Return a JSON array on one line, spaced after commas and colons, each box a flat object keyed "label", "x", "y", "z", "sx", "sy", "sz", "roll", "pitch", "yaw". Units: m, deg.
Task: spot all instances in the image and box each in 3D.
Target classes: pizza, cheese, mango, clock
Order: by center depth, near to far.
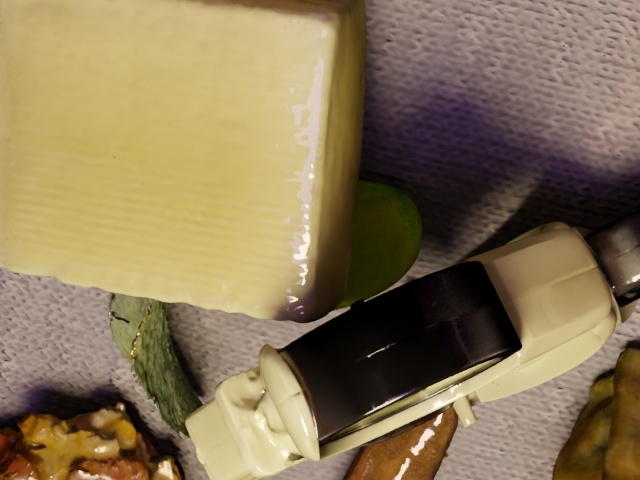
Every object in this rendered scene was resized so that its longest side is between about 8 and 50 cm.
[{"label": "cheese", "x": -0.105, "y": -0.077, "z": 1.217, "sx": 0.265, "sy": 0.124, "sz": 0.242, "roll": 10, "pitch": 110, "yaw": 18}, {"label": "clock", "x": 0.102, "y": 0.072, "z": 1.239, "sx": 0.276, "sy": 0.379, "sz": 0.120, "roll": -37, "pitch": 73, "yaw": 49}, {"label": "mango", "x": -0.001, "y": 0.006, "z": 1.319, "sx": 0.163, "sy": 0.089, "sz": 0.117, "roll": 6, "pitch": 114, "yaw": 5}, {"label": "pizza", "x": -0.224, "y": 0.281, "z": 1.492, "sx": 0.409, "sy": 0.114, "sz": 0.277, "roll": 34, "pitch": 115, "yaw": 5}]

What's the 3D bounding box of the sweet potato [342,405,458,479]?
[{"label": "sweet potato", "x": 0.057, "y": 0.247, "z": 1.462, "sx": 0.097, "sy": 0.097, "sz": 0.292, "roll": 13, "pitch": 123, "yaw": 2}]

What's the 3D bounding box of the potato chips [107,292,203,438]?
[{"label": "potato chips", "x": -0.132, "y": 0.099, "z": 1.357, "sx": 0.059, "sy": 0.228, "sz": 0.167, "roll": -22, "pitch": 99, "yaw": -9}]

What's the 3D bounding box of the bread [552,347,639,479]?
[{"label": "bread", "x": 0.286, "y": 0.233, "z": 1.326, "sx": 0.196, "sy": 0.252, "sz": 0.238, "roll": 27, "pitch": 128, "yaw": -12}]
